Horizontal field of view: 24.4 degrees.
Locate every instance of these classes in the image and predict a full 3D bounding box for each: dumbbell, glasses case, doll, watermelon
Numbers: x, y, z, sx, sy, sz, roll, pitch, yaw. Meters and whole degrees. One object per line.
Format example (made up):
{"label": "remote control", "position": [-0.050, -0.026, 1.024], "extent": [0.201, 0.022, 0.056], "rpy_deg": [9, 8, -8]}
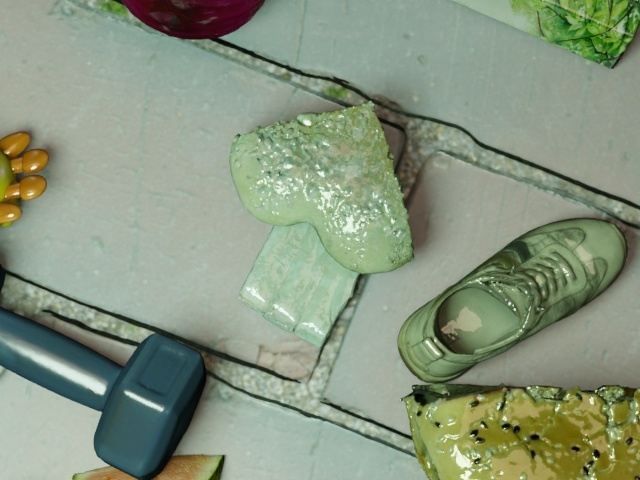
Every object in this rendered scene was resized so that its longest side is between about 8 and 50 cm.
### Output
{"label": "dumbbell", "position": [-0.281, 0.120, 1.517], "extent": [0.324, 0.160, 0.144], "rpy_deg": [25, 79, 3]}
{"label": "glasses case", "position": [0.222, -0.284, 1.646], "extent": [0.272, 0.095, 0.062], "rpy_deg": [24, 74, 3]}
{"label": "doll", "position": [-0.398, -0.062, 1.571], "extent": [0.220, 0.135, 0.143], "rpy_deg": [-6, 40, 2]}
{"label": "watermelon", "position": [-0.178, 0.279, 1.548], "extent": [0.163, 0.087, 0.069], "rpy_deg": [-7, 116, -1]}

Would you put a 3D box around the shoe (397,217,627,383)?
{"label": "shoe", "position": [0.210, 0.058, 1.576], "extent": [0.274, 0.098, 0.103], "rpy_deg": [-34, 85, -9]}

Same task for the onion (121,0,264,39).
{"label": "onion", "position": [-0.122, -0.341, 1.577], "extent": [0.272, 0.256, 0.231], "rpy_deg": [9, 64, 16]}

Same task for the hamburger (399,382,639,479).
{"label": "hamburger", "position": [0.228, 0.230, 1.503], "extent": [0.287, 0.168, 0.192], "rpy_deg": [-1, 76, -2]}

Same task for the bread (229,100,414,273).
{"label": "bread", "position": [0.019, -0.071, 1.573], "extent": [0.232, 0.064, 0.172], "rpy_deg": [32, 81, 4]}

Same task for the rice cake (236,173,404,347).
{"label": "rice cake", "position": [0.000, 0.000, 1.610], "extent": [0.124, 0.038, 0.211], "rpy_deg": [31, 79, 5]}
